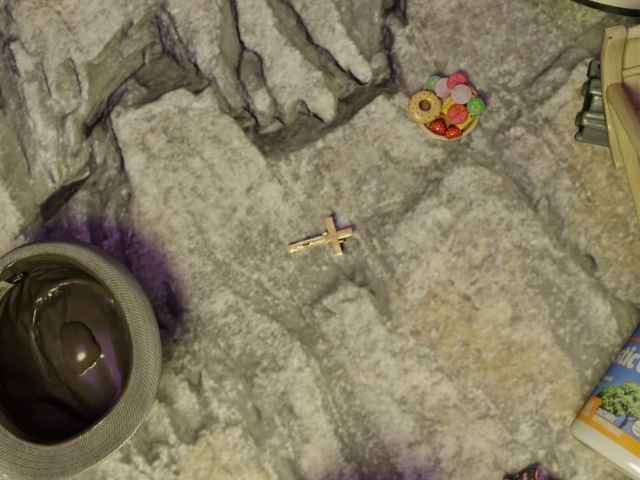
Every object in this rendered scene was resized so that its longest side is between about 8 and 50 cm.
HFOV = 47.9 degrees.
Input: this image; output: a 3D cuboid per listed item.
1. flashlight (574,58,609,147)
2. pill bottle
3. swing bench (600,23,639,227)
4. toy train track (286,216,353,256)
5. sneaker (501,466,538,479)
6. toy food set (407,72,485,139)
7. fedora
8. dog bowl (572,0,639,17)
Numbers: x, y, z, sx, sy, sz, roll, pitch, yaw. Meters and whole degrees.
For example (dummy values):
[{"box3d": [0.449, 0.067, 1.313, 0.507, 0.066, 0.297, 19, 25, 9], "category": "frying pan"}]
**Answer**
[{"box3d": [0.451, -0.122, 0.818, 0.304, 0.103, 0.103, 10, 53, 10], "category": "flashlight"}, {"box3d": [0.400, 0.135, 0.757, 0.152, 0.152, 0.272, 35, 87, 9], "category": "pill bottle"}, {"box3d": [0.425, -0.097, 0.683, 0.253, 0.165, 0.255, -11, 58, 12], "category": "swing bench"}, {"box3d": [0.000, 0.000, 0.885, 0.083, 0.014, 0.048, -16, 89, 9], "category": "toy train track"}, {"box3d": [0.254, 0.300, 0.790, 0.057, 0.047, 0.119, -29, 51, -14], "category": "sneaker"}, {"box3d": [0.156, -0.165, 0.886, 0.082, 0.020, 0.083, -44, 80, -1], "category": "toy food set"}, {"box3d": [-0.288, 0.136, 0.838, 0.243, 0.124, 0.275, -39, 72, -2], "category": "fedora"}, {"box3d": [0.392, -0.457, 0.778, 0.407, 0.150, 0.408, -6, 70, 18], "category": "dog bowl"}]
